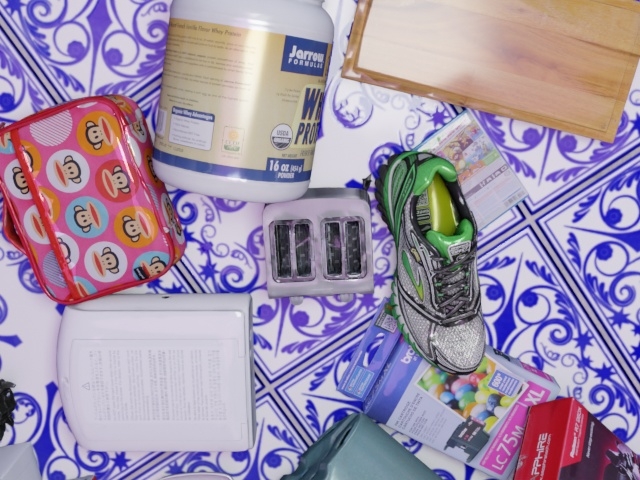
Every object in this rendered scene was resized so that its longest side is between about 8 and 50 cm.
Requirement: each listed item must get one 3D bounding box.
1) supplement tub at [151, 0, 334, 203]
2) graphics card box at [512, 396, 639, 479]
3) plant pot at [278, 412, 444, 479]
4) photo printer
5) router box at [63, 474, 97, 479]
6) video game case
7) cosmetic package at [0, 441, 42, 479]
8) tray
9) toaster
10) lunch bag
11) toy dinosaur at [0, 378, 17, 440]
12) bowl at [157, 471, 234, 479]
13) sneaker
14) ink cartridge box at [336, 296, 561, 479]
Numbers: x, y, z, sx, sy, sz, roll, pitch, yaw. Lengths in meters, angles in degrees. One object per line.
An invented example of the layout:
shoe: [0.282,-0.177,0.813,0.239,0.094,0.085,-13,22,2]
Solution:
supplement tub: [-0.105,-0.226,1.172,0.228,0.228,0.316,9,102,-1]
graphics card box: [0.442,0.436,1.269,0.371,0.233,0.094,42,137,-17]
plant pot: [0.091,0.463,1.278,0.341,0.341,0.334,-44,89,9]
photo printer: [-0.258,0.208,1.327,0.307,0.107,0.256,-1,103,2]
router box: [-0.391,0.578,1.292,0.082,0.335,0.301,-11,103,3]
video game case: [0.225,-0.100,1.300,0.119,0.015,0.166,-37,99,9]
cosmetic package: [-0.526,0.474,1.328,0.138,0.224,0.225,-13,102,4]
tray: [0.252,-0.290,1.232,0.411,0.076,0.203,14,101,-1]
toaster: [0.000,0.000,1.278,0.168,0.110,0.186,-2,101,1]
lunch bag: [-0.364,-0.059,1.275,0.258,0.120,0.293,-17,102,9]
toy dinosaur: [-0.615,0.239,1.328,0.218,0.164,0.322,29,123,12]
bowl: [-0.203,0.450,1.395,0.142,0.053,0.142,-4,90,2]
sneaker: [0.169,0.039,1.228,0.134,0.146,0.343,-19,99,-13]
ink cartridge box: [0.201,0.238,1.350,0.311,0.065,0.186,27,101,-3]
